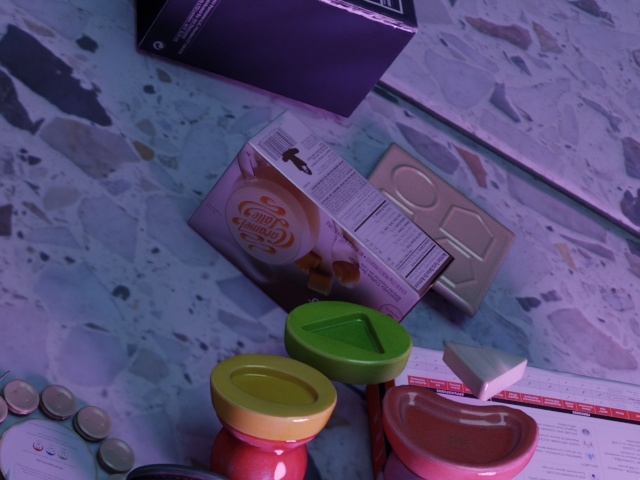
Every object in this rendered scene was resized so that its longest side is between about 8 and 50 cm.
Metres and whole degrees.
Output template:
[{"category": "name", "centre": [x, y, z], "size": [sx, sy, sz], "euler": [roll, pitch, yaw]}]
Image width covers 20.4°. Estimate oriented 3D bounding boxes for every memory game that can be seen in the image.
[{"category": "memory game", "centre": [-0.249, 0.206, 1.625], "size": [0.186, 0.012, 0.186], "euler": [22, 42, -21]}]

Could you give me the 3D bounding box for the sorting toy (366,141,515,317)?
[{"category": "sorting toy", "centre": [0.128, -0.011, 2.117], "size": [0.193, 0.038, 0.208], "euler": [37, 34, -2]}]

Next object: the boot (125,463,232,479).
[{"category": "boot", "centre": [-0.101, 0.337, 1.553], "size": [0.263, 0.091, 0.229], "euler": [31, 50, 3]}]

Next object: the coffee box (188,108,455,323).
[{"category": "coffee box", "centre": [0.000, 0.000, 1.919], "size": [0.246, 0.141, 0.098], "euler": [43, 39, 3]}]

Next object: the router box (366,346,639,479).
[{"category": "router box", "centre": [0.223, 0.270, 1.828], "size": [0.335, 0.082, 0.301], "euler": [11, 46, -15]}]

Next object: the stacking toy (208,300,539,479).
[{"category": "stacking toy", "centre": [0.055, 0.190, 1.744], "size": [0.308, 0.130, 0.279], "euler": [16, 24, 10]}]

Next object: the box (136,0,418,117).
[{"category": "box", "centre": [-0.061, -0.342, 2.166], "size": [0.294, 0.183, 0.296], "euler": [16, 46, -24]}]

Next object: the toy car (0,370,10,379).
[{"category": "toy car", "centre": [-0.322, 0.185, 1.484], "size": [0.149, 0.155, 0.188], "euler": [40, 32, 1]}]
